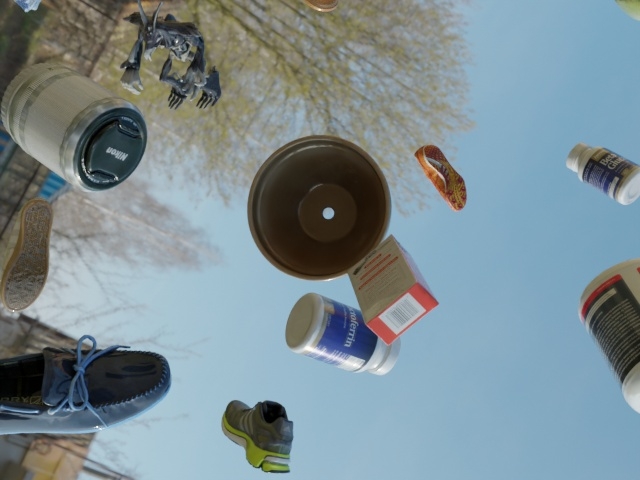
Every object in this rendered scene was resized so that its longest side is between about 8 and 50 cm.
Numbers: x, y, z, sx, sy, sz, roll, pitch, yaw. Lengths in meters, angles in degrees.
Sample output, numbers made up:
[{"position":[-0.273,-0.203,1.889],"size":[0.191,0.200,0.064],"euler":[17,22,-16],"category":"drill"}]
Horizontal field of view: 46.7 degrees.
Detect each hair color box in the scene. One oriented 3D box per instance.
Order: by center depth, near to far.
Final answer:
[{"position":[0.099,0.066,1.061],"size":[0.093,0.053,0.167],"euler":[-41,-157,11],"category":"hair color box"}]

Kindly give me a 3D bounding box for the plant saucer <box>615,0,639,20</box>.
[{"position":[0.519,-0.325,0.988],"size":[0.241,0.241,0.037],"euler":[-130,-152,-69],"category":"plant saucer"}]

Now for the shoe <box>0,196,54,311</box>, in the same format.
[{"position":[-0.531,0.023,1.350],"size":[0.058,0.077,0.219],"euler":[35,-71,55],"category":"shoe"}]

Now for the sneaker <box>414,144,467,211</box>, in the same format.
[{"position":[0.282,-0.146,1.720],"size":[0.064,0.175,0.067],"euler":[-33,-172,-17],"category":"sneaker"}]

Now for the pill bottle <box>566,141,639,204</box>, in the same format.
[{"position":[0.658,-0.161,1.714],"size":[0.169,0.094,0.094],"euler":[40,-77,39],"category":"pill bottle"}]

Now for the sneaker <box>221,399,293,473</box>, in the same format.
[{"position":[-0.129,0.406,1.644],"size":[0.300,0.111,0.121],"euler":[18,-91,61],"category":"sneaker"}]

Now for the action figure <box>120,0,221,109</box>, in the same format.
[{"position":[-0.279,-0.330,1.391],"size":[0.275,0.164,0.140],"euler":[56,47,-68],"category":"action figure"}]

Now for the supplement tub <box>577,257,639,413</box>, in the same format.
[{"position":[0.584,0.180,1.278],"size":[0.191,0.191,0.272],"euler":[-49,-144,30],"category":"supplement tub"}]

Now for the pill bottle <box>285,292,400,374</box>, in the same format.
[{"position":[0.059,0.238,1.836],"size":[0.153,0.265,0.153],"euler":[-42,-144,40],"category":"pill bottle"}]

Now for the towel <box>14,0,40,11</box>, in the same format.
[{"position":[-0.453,-0.486,1.014],"size":[0.209,0.285,0.034],"euler":[-47,-152,6],"category":"towel"}]

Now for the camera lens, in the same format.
[{"position":[-0.541,-0.250,1.647],"size":[0.219,0.274,0.219],"euler":[-43,151,-31],"category":"camera lens"}]

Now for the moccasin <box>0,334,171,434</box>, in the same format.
[{"position":[-0.398,0.225,1.114],"size":[0.116,0.342,0.137],"euler":[93,-18,-49],"category":"moccasin"}]

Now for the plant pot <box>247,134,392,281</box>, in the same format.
[{"position":[0.006,-0.050,1.240],"size":[0.237,0.237,0.110],"euler":[-60,168,4],"category":"plant pot"}]

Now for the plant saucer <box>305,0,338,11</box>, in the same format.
[{"position":[0.000,-0.523,1.577],"size":[0.013,0.084,0.083],"euler":[125,-16,-57],"category":"plant saucer"}]
